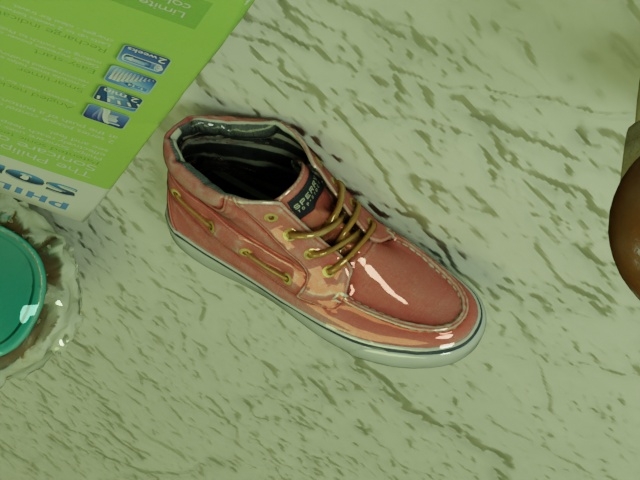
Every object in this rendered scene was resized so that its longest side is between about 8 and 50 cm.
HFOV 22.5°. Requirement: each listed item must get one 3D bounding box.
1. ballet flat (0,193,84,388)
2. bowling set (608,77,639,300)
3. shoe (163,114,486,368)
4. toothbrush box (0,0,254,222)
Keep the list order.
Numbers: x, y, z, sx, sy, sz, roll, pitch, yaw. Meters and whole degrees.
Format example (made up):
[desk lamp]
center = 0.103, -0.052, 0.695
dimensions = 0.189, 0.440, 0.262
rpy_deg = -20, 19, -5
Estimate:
[ballet flat]
center = -0.325, -0.029, 0.957
dimensions = 0.409, 0.147, 0.147
rpy_deg = 29, 149, 2
[bowling set]
center = 0.168, -0.046, 0.463
dimensions = 0.154, 0.199, 0.287
rpy_deg = 7, 149, 12
[shoe]
center = 0.000, 0.000, 0.789
dimensions = 0.178, 0.063, 0.081
rpy_deg = 26, 154, 14
[toothbrush box]
center = -0.139, -0.125, 0.585
dimensions = 0.206, 0.122, 0.283
rpy_deg = 20, 160, -13
